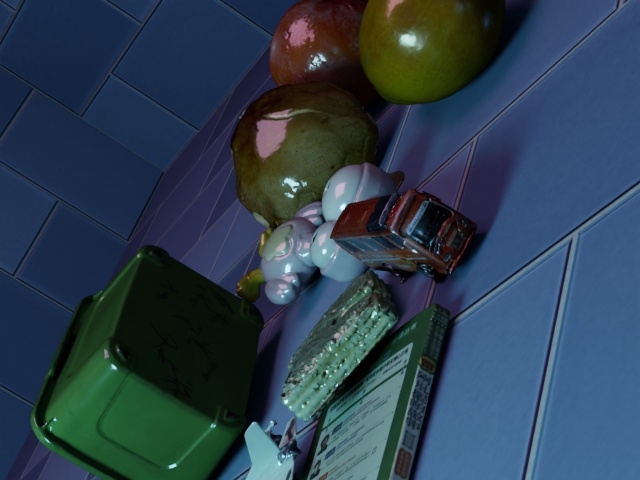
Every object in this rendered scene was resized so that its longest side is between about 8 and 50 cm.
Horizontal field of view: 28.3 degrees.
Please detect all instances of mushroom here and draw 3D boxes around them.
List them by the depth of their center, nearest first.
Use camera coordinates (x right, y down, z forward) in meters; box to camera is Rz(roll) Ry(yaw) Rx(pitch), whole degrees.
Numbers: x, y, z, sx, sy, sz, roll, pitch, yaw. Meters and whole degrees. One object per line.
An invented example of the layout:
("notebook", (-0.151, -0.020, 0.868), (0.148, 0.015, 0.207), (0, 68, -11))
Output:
("mushroom", (-0.007, -0.145, 1.922), (0.302, 0.233, 0.208), (-57, -38, -63))

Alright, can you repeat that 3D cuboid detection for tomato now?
("tomato", (0.025, -0.306, 2.037), (0.208, 0.208, 0.184), (-160, 86, -76))

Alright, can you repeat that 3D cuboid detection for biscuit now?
("biscuit", (0.022, 0.104, 1.359), (0.147, 0.046, 0.250), (-48, 3, 6))

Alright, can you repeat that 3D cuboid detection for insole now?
("insole", (0.089, -0.078, 1.730), (0.045, 0.002, 0.135), (-57, 13, -1))

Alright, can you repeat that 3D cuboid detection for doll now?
("doll", (0.001, 0.000, 1.671), (0.365, 0.094, 0.160), (-32, 31, 62))

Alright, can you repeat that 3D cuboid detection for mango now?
("mango", (0.139, -0.272, 1.660), (0.317, 0.173, 0.211), (131, 164, -82))

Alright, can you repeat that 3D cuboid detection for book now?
("book", (0.036, 0.205, 1.218), (0.202, 0.027, 0.264), (-45, 19, 45))

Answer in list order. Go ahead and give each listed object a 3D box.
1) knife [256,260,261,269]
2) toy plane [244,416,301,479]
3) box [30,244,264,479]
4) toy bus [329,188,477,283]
("knife", (-0.090, 0.018, 2.134), (0.014, 0.005, 0.091), (-33, 27, 56))
("toy plane", (-0.069, 0.279, 1.343), (0.160, 0.082, 0.234), (-89, 18, -52))
("box", (-0.212, 0.168, 1.673), (0.178, 0.252, 0.329), (-53, 16, 26))
("toy bus", (0.087, -0.006, 1.376), (0.074, 0.096, 0.235), (-62, 13, -10))
